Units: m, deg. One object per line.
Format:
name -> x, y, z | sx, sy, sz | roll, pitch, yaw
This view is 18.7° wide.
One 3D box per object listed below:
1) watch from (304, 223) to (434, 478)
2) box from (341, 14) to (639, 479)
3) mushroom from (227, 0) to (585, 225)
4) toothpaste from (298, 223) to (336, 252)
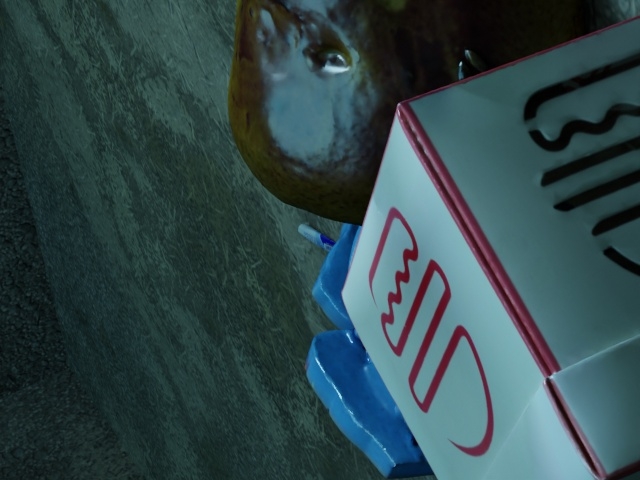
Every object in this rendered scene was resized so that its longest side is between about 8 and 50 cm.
watch -> 0.124, 0.050, 1.876 | 0.305, 0.241, 0.274 | 61, 145, 28
box -> 0.223, 0.045, 1.400 | 0.300, 0.314, 0.312 | 62, 161, 22
mushroom -> 0.070, -0.188, 1.666 | 0.345, 0.259, 0.345 | 9, 114, 21
toothpaste -> 0.000, 0.000, 2.421 | 0.083, 0.015, 0.024 | 31, 140, 51
